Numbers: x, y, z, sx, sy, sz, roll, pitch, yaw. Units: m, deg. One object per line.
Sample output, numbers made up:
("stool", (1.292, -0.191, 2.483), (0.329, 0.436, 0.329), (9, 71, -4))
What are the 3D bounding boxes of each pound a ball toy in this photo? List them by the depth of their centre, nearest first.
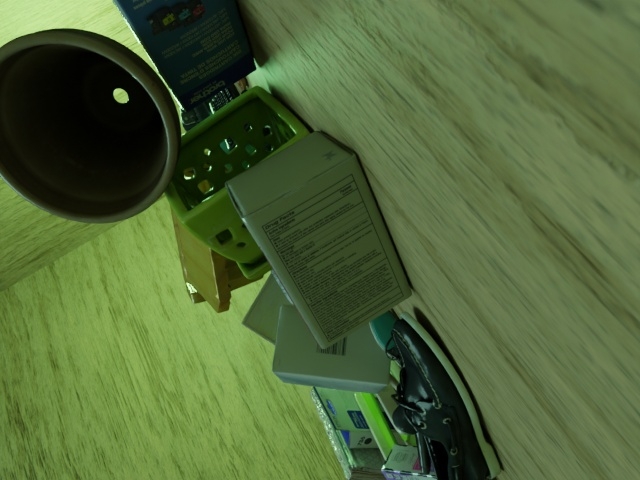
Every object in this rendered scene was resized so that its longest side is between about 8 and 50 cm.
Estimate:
("pound a ball toy", (0.199, 0.380, 1.179), (0.319, 0.135, 0.208), (-126, 37, -61))

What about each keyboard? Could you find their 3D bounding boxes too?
("keyboard", (-0.182, -0.276, 1.048), (0.023, 0.108, 0.180), (28, -155, -47))

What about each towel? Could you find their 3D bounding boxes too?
("towel", (0.158, 0.523, 1.386), (0.316, 0.053, 0.332), (14, -161, -26))

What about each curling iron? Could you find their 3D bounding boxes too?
("curling iron", (0.158, 0.277, 0.857), (0.035, 0.068, 0.274), (7, 112, 53))

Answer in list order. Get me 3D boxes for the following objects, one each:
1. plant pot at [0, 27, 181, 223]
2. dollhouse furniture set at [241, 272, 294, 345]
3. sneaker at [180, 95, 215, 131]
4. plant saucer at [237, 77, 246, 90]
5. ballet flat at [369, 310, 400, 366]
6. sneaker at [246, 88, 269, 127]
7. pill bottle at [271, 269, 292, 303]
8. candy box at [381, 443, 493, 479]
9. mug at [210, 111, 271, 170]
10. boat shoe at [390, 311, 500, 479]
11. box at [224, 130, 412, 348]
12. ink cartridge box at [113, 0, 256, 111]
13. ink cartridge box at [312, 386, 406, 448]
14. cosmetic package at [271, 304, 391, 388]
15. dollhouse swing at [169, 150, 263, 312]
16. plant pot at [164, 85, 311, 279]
("plant pot", (-0.328, -0.191, 0.757), (0.229, 0.263, 0.263), (-96, -19, -60))
("dollhouse furniture set", (-0.026, 0.215, 1.499), (0.362, 0.257, 0.394), (26, 170, 29))
("sneaker", (-0.251, -0.288, 1.253), (0.226, 0.163, 0.086), (56, 172, 9))
("plant saucer", (-0.172, -0.346, 1.015), (0.083, 0.013, 0.083), (58, 175, 8))
("ballet flat", (0.144, 0.195, 0.920), (0.168, 0.057, 0.052), (57, -176, 17))
("sneaker", (-0.109, -0.247, 0.936), (0.037, 0.032, 0.083), (33, 163, 44))
("pill bottle", (-0.038, 0.054, 1.202), (0.283, 0.160, 0.160), (59, 174, -1))
("candy box", (0.245, 0.493, 0.985), (0.196, 0.070, 0.165), (-16, 109, 42))
("mug", (-0.180, -0.232, 1.117), (0.158, 0.097, 0.129), (50, -159, -25))
("boat shoe", (0.168, 0.265, 0.770), (0.340, 0.113, 0.127), (62, 174, -28))
("box", (0.000, 0.000, 0.659), (0.232, 0.148, 0.127), (63, 173, -32))
("ink cartridge box", (-0.240, -0.381, 0.722), (0.270, 0.151, 0.395), (56, 173, 16))
("ink cartridge box", (0.137, 0.470, 1.327), (0.332, 0.065, 0.165), (14, -161, -27))
("cosmetic package", (0.027, 0.237, 1.051), (0.225, 0.224, 0.138), (85, -168, -70))
("dollhouse swing", (-0.206, -0.036, 1.202), (0.305, 0.315, 0.347), (10, 112, 46))
("plant pot", (-0.109, -0.085, 0.832), (0.228, 0.227, 0.207), (52, 177, 46))
